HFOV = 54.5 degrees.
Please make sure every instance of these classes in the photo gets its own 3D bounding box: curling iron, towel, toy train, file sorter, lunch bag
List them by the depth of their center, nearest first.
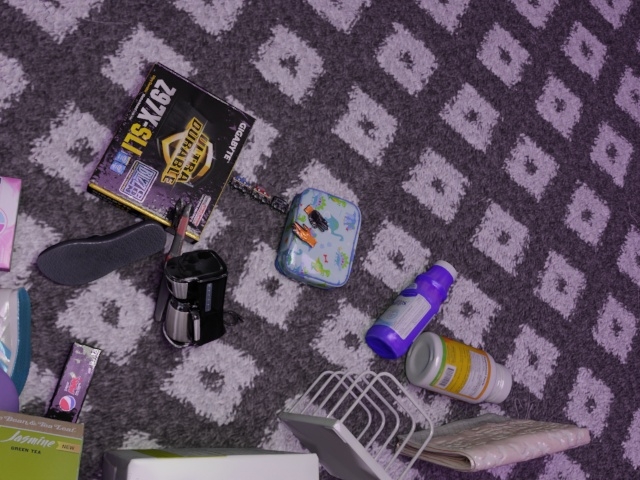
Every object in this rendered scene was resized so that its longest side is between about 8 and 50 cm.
[{"bbox_3d":[-0.307,0.042,1.294,0.035,0.068,0.274,10,104,-17],"label":"curling iron"},{"bbox_3d":[0.077,0.393,1.334,0.193,0.277,0.173,49,64,-9],"label":"file sorter"},{"bbox_3d":[0.386,0.460,1.440,0.332,0.317,0.053,-4,83,-26],"label":"towel"},{"bbox_3d":[-0.143,-0.110,1.461,0.158,0.027,0.036,27,67,-18],"label":"toy train"},{"bbox_3d":[0.000,0.000,1.472,0.176,0.090,0.219,18,74,-19],"label":"lunch bag"}]

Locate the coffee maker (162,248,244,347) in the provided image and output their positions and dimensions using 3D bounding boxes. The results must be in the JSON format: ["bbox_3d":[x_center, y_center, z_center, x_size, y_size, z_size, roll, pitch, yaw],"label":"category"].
[{"bbox_3d":[-0.243,0.112,1.290,0.120,0.178,0.171,29,36,26],"label":"coffee maker"}]

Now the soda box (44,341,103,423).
[{"bbox_3d":[-0.486,0.287,1.219,0.060,0.053,0.169,21,72,-19],"label":"soda box"}]

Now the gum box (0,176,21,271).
[{"bbox_3d":[-0.646,-0.040,1.200,0.107,0.062,0.188,7,78,-23],"label":"gum box"}]

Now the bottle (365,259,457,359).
[{"bbox_3d":[0.232,0.165,1.532,0.092,0.118,0.283,49,67,-9],"label":"bottle"}]

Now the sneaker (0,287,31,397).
[{"bbox_3d":[-0.605,0.204,1.172,0.092,0.087,0.229,0,81,-6],"label":"sneaker"}]

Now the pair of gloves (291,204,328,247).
[{"bbox_3d":[-0.023,-0.033,1.412,0.074,0.010,0.083,45,62,-10],"label":"pair of gloves"}]

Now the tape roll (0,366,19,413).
[{"bbox_3d":[-0.638,0.297,1.087,0.189,0.080,0.189,0,102,-1],"label":"tape roll"}]

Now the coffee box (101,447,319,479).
[{"bbox_3d":[-0.214,0.555,1.122,0.334,0.338,0.338,7,72,-24],"label":"coffee box"}]

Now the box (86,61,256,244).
[{"bbox_3d":[-0.321,-0.190,1.369,0.257,0.079,0.322,28,71,-16],"label":"box"}]

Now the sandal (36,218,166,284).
[{"bbox_3d":[-0.445,0.022,1.280,0.254,0.054,0.097,-16,121,-18],"label":"sandal"}]

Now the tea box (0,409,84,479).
[{"bbox_3d":[-0.526,0.488,0.947,0.220,0.323,0.329,18,111,-23],"label":"tea box"}]

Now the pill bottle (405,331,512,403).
[{"bbox_3d":[0.347,0.325,1.545,0.245,0.136,0.136,21,73,-20],"label":"pill bottle"}]
